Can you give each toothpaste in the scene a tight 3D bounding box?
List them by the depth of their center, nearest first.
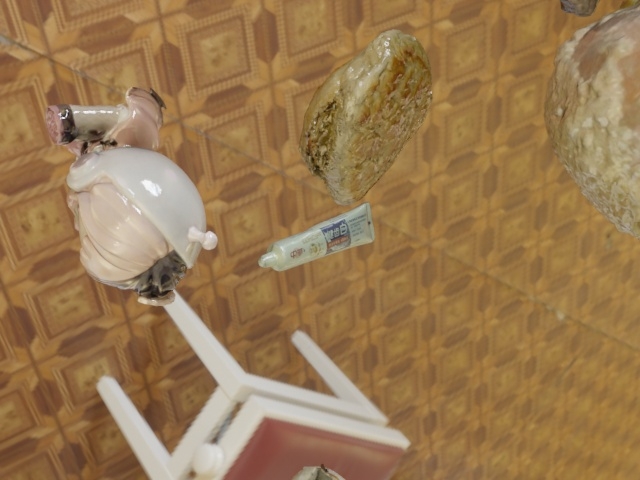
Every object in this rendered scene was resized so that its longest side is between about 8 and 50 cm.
[{"bbox_3d":[0.000,0.000,1.188,0.233,0.038,0.060,-21,99,-45],"label":"toothpaste"}]

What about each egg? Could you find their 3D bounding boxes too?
[{"bbox_3d":[0.386,-0.130,0.935,0.279,0.310,0.279,-9,124,-13],"label":"egg"}]

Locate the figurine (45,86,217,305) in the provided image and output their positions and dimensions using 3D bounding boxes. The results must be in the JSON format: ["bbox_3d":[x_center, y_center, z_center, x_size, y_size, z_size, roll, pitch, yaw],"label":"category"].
[{"bbox_3d":[-0.319,-0.084,1.420,0.211,0.361,0.253,-35,143,15],"label":"figurine"}]

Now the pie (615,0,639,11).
[{"bbox_3d":[0.554,-0.347,1.534,0.067,0.302,0.302,31,99,-19],"label":"pie"}]

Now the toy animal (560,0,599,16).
[{"bbox_3d":[0.391,-0.444,1.211,0.344,0.194,0.303,-3,82,-46],"label":"toy animal"}]

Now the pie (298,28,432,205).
[{"bbox_3d":[0.046,-0.117,0.819,0.163,0.079,0.193,-42,159,-17],"label":"pie"}]

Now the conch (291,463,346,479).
[{"bbox_3d":[-0.010,0.509,1.464,0.148,0.183,0.275,30,129,-26],"label":"conch"}]
